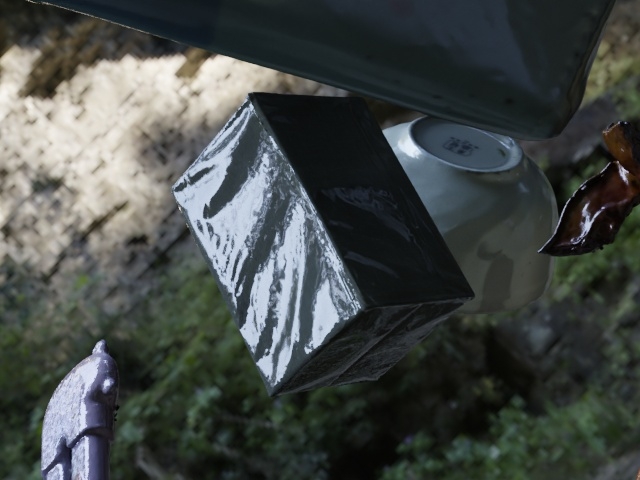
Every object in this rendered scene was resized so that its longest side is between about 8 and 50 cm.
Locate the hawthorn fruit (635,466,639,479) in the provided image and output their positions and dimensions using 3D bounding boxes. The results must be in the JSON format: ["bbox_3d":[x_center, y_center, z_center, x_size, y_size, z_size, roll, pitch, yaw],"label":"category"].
[{"bbox_3d":[0.397,0.260,1.457,0.235,0.181,0.181,-54,-18,17],"label":"hawthorn fruit"}]

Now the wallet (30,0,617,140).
[{"bbox_3d":[-0.004,-0.191,0.706,0.083,0.360,0.252,-89,16,-52],"label":"wallet"}]

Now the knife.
[{"bbox_3d":[-0.167,0.240,0.953,0.038,0.399,0.132,26,-52,-30],"label":"knife"}]

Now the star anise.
[{"bbox_3d":[0.286,-0.028,1.176,0.158,0.144,0.140,-26,-26,-41],"label":"star anise"}]

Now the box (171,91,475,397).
[{"bbox_3d":[0.000,0.000,1.300,0.155,0.231,0.149,-4,-32,-46],"label":"box"}]

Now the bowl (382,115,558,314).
[{"bbox_3d":[0.148,-0.050,1.617,0.277,0.277,0.145,-26,-42,-49],"label":"bowl"}]
